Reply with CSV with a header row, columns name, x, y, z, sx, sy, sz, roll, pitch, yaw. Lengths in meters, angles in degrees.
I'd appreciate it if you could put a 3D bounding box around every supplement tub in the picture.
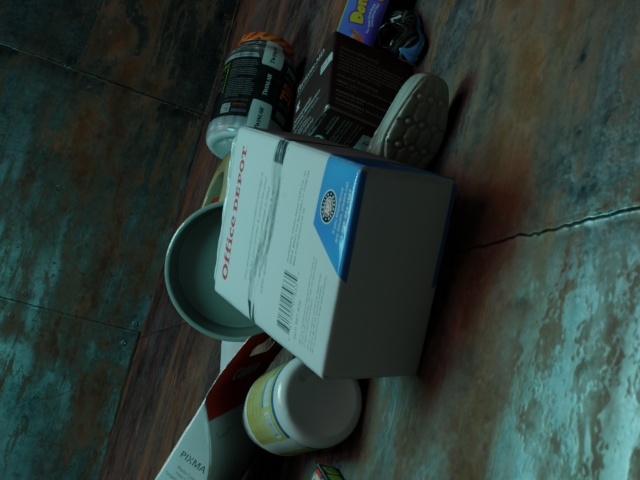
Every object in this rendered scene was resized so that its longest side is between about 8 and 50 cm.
name,x,y,z,sx,sy,sz,roll,pitch,yaw
supplement tub,-0.182,-0.388,2.290,0.207,0.207,0.338,-35,40,61
supplement tub,-0.036,0.265,1.330,0.199,0.144,0.144,-36,39,59

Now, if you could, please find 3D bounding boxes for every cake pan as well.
name,x,y,z,sx,sy,sz,roll,pitch,yaw
cake pan,-0.170,0.060,1.715,0.054,0.293,0.293,-85,16,-83

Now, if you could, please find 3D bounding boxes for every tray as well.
name,x,y,z,sx,sy,sz,roll,pitch,yaw
tray,-0.173,0.203,1.965,0.270,0.030,0.145,-59,23,32

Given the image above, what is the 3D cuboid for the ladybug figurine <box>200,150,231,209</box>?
name,x,y,z,sx,sy,sz,roll,pitch,yaw
ladybug figurine,-0.219,-0.015,2.098,0.305,0.162,0.449,-19,53,66

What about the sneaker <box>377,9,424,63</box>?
name,x,y,z,sx,sy,sz,roll,pitch,yaw
sneaker,0.145,-0.394,1.565,0.188,0.078,0.067,-95,29,-56

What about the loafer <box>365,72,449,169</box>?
name,x,y,z,sx,sy,sz,roll,pitch,yaw
loafer,0.110,-0.124,1.350,0.319,0.112,0.111,-66,27,16

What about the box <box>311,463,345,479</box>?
name,x,y,z,sx,sy,sz,roll,pitch,yaw
box,0.019,0.418,1.193,0.114,0.036,0.207,-69,18,5

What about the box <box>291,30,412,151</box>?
name,x,y,z,sx,sy,sz,roll,pitch,yaw
box,0.055,-0.232,1.523,0.168,0.167,0.203,-50,27,47

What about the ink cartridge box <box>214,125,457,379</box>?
name,x,y,z,sx,sy,sz,roll,pitch,yaw
ink cartridge box,0.000,0.000,1.252,0.395,0.166,0.285,28,111,57

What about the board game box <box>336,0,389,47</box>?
name,x,y,z,sx,sy,sz,roll,pitch,yaw
board game box,0.094,-0.489,1.719,0.233,0.078,0.347,-155,84,-86

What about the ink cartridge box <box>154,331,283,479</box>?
name,x,y,z,sx,sy,sz,roll,pitch,yaw
ink cartridge box,-0.151,0.336,1.496,0.385,0.091,0.308,-57,-13,7

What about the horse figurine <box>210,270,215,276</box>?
name,x,y,z,sx,sy,sz,roll,pitch,yaw
horse figurine,-0.113,0.020,1.773,0.263,0.174,0.066,-63,12,4
